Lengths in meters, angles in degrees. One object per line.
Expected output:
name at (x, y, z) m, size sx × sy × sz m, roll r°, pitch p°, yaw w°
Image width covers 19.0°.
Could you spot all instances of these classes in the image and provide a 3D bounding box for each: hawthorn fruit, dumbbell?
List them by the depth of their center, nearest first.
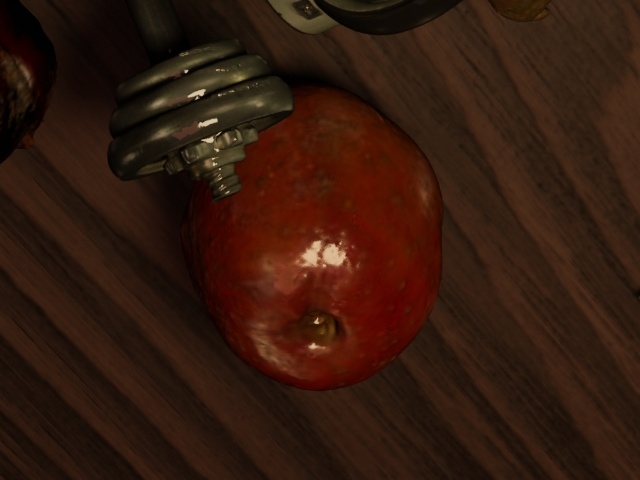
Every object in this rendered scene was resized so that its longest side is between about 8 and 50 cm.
dumbbell at (-0.158, -0.225, 1.676) m, size 0.179 × 0.179 × 0.406 m, roll -23°, pitch 89°, yaw 16°
hawthorn fruit at (0.000, 0.000, 1.823) m, size 0.284 × 0.284 × 0.284 m, roll 2°, pitch 120°, yaw 3°

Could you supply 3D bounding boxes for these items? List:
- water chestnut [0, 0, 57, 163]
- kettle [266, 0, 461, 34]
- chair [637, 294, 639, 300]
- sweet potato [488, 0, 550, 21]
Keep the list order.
water chestnut at (-0.379, -0.201, 1.720) m, size 0.335 × 0.335 × 0.347 m, roll 39°, pitch 75°, yaw -17°
kettle at (0.064, -0.270, 1.653) m, size 0.236 × 0.221 × 0.161 m, roll -18°, pitch 141°, yaw 29°
chair at (0.418, 0.014, 1.887) m, size 0.104 × 0.095 × 0.221 m, roll 16°, pitch 119°, yaw -19°
sweet potato at (0.172, -0.325, 1.730) m, size 0.075 × 0.075 × 0.273 m, roll -4°, pitch 115°, yaw 6°
